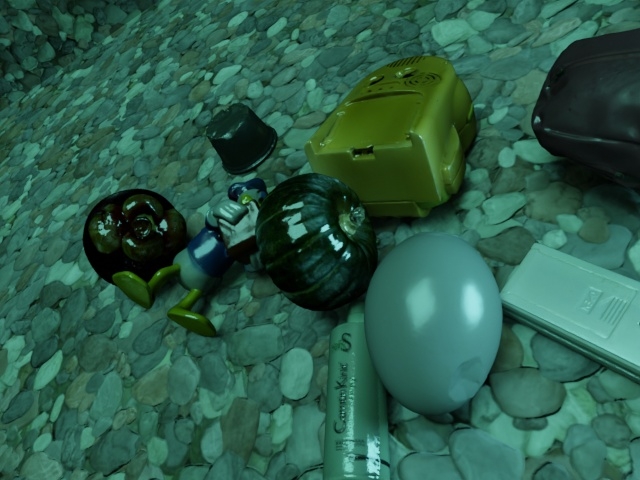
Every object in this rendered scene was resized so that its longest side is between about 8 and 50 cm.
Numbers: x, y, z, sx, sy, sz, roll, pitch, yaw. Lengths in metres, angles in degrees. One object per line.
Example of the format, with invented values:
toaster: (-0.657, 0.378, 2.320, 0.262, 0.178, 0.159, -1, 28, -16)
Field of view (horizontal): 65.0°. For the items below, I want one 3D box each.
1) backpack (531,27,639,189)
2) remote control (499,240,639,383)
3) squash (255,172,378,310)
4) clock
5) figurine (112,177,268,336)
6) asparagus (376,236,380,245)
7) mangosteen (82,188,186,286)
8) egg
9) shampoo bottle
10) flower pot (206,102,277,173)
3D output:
backpack: (0.453, -0.177, 0.671, 0.317, 0.197, 0.283, 16, 67, 44)
remote control: (0.363, 0.102, 0.605, 0.277, 0.055, 0.103, 29, 75, 41)
squash: (-0.004, 0.002, 0.780, 0.172, 0.218, 0.218, -18, 48, 10)
clock: (0.145, -0.198, 0.893, 0.244, 0.200, 0.317, 4, 51, 31)
figurine: (-0.180, -0.020, 0.948, 0.283, 0.204, 0.338, -30, 26, 45)
asparagus: (0.056, 0.038, 0.870, 0.127, 0.018, 0.015, -43, 71, -4)
mangosteen: (-0.369, -0.011, 1.018, 0.250, 0.211, 0.211, -29, 33, 60)
egg: (0.143, 0.105, 0.651, 0.176, 0.176, 0.232, -6, 56, 28)
shampoo bottle: (0.050, 0.203, 0.698, 0.085, 0.085, 0.263, -14, 49, 22)
flower pot: (-0.193, -0.250, 1.186, 0.157, 0.107, 0.158, -16, 49, 19)
